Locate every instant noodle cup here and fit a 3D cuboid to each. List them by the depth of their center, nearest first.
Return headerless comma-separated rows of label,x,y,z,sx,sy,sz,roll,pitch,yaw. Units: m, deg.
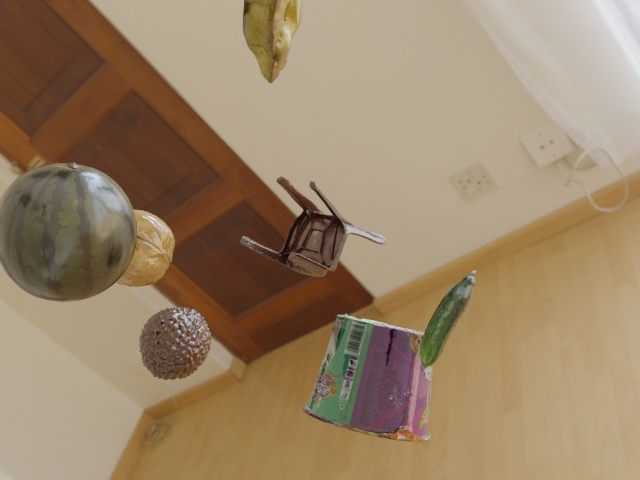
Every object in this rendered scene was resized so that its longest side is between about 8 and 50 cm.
instant noodle cup,0.104,0.250,1.223,0.251,0.251,0.190,4,80,61

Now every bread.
bread,-0.086,-0.410,1.153,0.088,0.233,0.161,12,34,13

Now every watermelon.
watermelon,-0.384,-0.015,0.977,0.212,0.212,0.212,-36,23,18

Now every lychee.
lychee,-0.357,0.261,1.584,0.188,0.188,0.188,-36,23,18

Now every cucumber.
cucumber,0.178,0.105,0.908,0.155,0.037,0.037,-60,24,-7

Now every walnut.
walnut,-0.405,0.014,1.369,0.197,0.165,0.165,18,59,28

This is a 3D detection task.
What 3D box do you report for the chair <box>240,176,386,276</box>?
chair,0.000,0.000,1.521,0.175,0.326,0.183,14,77,40
